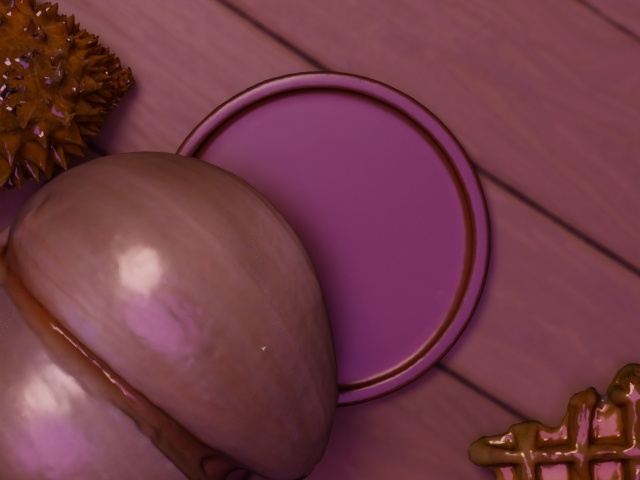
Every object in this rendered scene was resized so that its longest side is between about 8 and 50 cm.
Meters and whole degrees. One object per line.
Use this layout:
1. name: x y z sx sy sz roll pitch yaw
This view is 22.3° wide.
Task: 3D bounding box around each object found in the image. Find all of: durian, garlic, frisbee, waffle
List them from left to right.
1. durian: -0.277 -0.104 1.149 0.249 0.138 0.183 -24 93 11
2. garlic: -0.133 0.101 1.127 0.286 0.249 0.313 -34 79 -19
3. frisbee: 0.000 0.000 1.201 0.251 0.021 0.251 0 92 2
4. waffle: 0.205 0.200 1.182 0.229 0.057 0.219 -2 92 4
